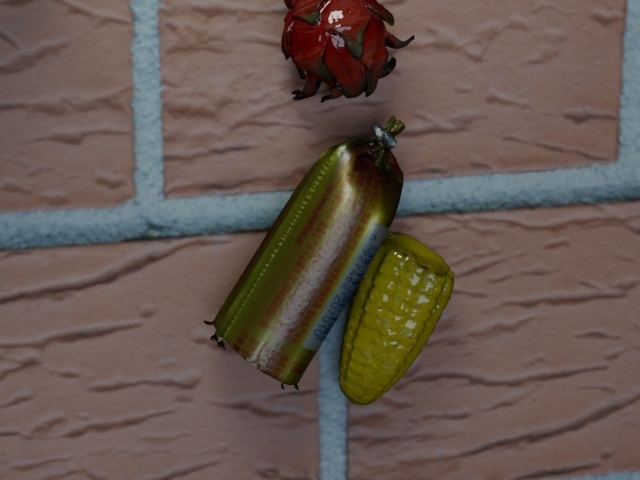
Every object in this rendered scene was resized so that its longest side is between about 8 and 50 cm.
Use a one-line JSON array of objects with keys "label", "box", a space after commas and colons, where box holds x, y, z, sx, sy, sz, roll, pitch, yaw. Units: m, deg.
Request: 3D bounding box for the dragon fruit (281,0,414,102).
[{"label": "dragon fruit", "box": [0.017, -0.215, 1.848, 0.142, 0.130, 0.121, 53, 57, -22]}]

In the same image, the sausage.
[{"label": "sausage", "box": [-0.002, -0.001, 1.910, 0.125, 0.117, 0.317, 27, 98, -23]}]

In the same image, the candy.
[{"label": "candy", "box": [0.076, 0.097, 1.976, 0.106, 0.094, 0.199, 27, 108, 14]}]
